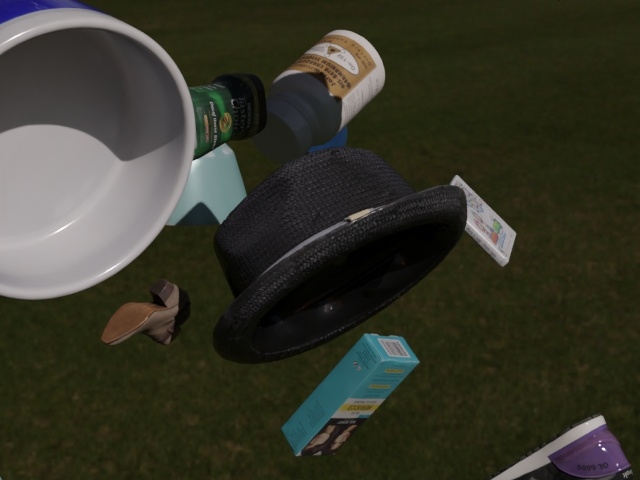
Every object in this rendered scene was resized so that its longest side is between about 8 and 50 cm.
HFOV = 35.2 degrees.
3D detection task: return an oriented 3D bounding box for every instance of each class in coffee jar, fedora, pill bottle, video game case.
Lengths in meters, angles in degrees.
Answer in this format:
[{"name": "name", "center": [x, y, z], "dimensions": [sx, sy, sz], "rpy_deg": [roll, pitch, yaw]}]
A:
[{"name": "coffee jar", "center": [-0.146, -0.171, 1.370], "dimensions": [0.079, 0.096, 0.184], "rpy_deg": [6, 21, 29]}, {"name": "fedora", "center": [0.000, 0.000, 1.163], "dimensions": [0.334, 0.334, 0.152], "rpy_deg": [-15, 62, -37]}, {"name": "pill bottle", "center": [-0.009, -0.226, 1.605], "dimensions": [0.131, 0.131, 0.229], "rpy_deg": [13, 46, 37]}, {"name": "video game case", "center": [0.254, -0.034, 1.621], "dimensions": [0.143, 0.019, 0.157], "rpy_deg": [45, 23, -1]}]

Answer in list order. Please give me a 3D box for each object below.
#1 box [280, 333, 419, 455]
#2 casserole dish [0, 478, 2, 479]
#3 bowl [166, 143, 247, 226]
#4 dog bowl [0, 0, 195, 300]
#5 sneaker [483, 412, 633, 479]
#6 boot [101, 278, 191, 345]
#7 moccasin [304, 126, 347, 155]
[{"name": "box", "center": [0.047, 0.258, 1.668], "dimensions": [0.100, 0.244, 0.060], "rpy_deg": [10, 37, -46]}, {"name": "casserole dish", "center": [-0.523, 0.368, 1.540], "dimensions": [0.037, 0.114, 0.188], "rpy_deg": [-31, 39, -30]}, {"name": "bowl", "center": [-0.305, -0.144, 2.205], "dimensions": [0.311, 0.163, 0.311], "rpy_deg": [3, 15, -1]}, {"name": "dog bowl", "center": [-0.250, -0.085, 0.907], "dimensions": [0.265, 0.265, 0.104], "rpy_deg": [-16, 35, -39]}, {"name": "sneaker", "center": [0.320, 0.373, 1.458], "dimensions": [0.107, 0.283, 0.124], "rpy_deg": [-3, 57, -52]}, {"name": "boot", "center": [-0.205, 0.102, 1.225], "dimensions": [0.118, 0.087, 0.042], "rpy_deg": [-43, 56, -17]}, {"name": "moccasin", "center": [-0.030, -0.246, 2.238], "dimensions": [0.117, 0.137, 0.342], "rpy_deg": [20, -3, 18]}]
